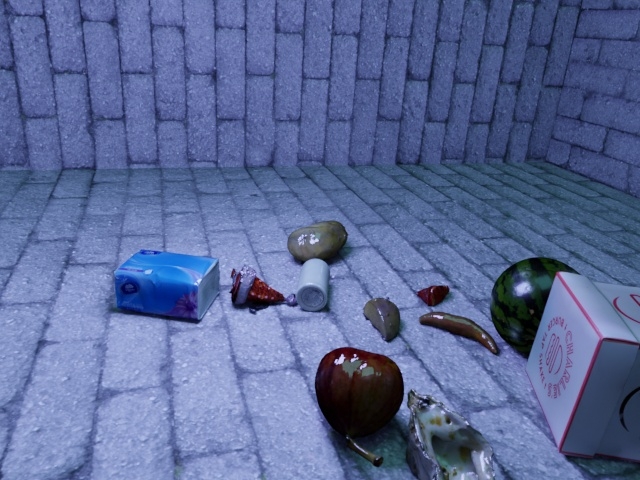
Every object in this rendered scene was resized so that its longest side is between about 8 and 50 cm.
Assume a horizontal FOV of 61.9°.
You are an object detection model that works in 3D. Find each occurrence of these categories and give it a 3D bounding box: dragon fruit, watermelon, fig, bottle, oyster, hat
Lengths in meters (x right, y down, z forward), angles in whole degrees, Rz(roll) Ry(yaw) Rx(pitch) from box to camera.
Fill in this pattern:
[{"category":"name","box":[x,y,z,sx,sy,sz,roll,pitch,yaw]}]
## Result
[{"category":"dragon fruit","box":[0.397,0.167,1.815,0.131,0.063,0.097,-8,26,-26]},{"category":"watermelon","box":[0.629,0.189,1.530,0.285,0.285,0.285,3,23,-1]},{"category":"fig","box":[0.074,0.367,1.186,0.204,0.186,0.249,19,57,2]},{"category":"bottle","box":[-0.020,0.133,1.777,0.104,0.104,0.245,5,22,2]},{"category":"oyster","box":[0.255,0.447,1.073,0.166,0.110,0.341,-17,32,-21]},{"category":"hat","box":[-0.184,0.163,1.715,0.228,0.128,0.140,19,-2,-9]}]

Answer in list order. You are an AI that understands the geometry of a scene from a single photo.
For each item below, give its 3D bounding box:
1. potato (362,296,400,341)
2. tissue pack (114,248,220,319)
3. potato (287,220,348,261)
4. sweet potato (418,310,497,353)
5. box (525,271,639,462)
[{"category":"potato","box":[0.204,0.221,1.621,0.101,0.089,0.172,-1,22,-18]},{"category":"tissue pack","box":[-0.469,0.131,1.655,0.264,0.146,0.198,6,22,6]},{"category":"potato","box":[0.000,0.000,2.055,0.192,0.141,0.296,-1,18,33]},{"category":"sweet potato","box":[0.423,0.262,1.608,0.255,0.058,0.078,22,45,31]},{"category":"box","box":[0.697,0.294,1.245,0.300,0.314,0.312,8,23,2]}]
